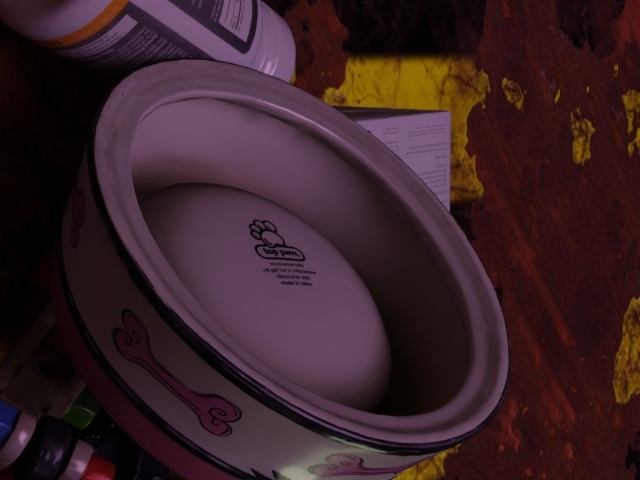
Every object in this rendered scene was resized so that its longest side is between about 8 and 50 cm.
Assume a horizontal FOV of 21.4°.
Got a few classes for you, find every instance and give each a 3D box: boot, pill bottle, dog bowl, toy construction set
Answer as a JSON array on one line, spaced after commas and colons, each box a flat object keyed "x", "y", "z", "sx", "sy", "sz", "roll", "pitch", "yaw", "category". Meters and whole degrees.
[{"x": -0.146, "y": 0.232, "z": 1.634, "sx": 0.246, "sy": 0.094, "sz": 0.207, "roll": -23, "pitch": 117, "yaw": -44, "category": "boot"}, {"x": -0.150, "y": -0.204, "z": 1.506, "sx": 0.278, "sy": 0.162, "sz": 0.162, "roll": 31, "pitch": 70, "yaw": -53, "category": "pill bottle"}, {"x": -0.045, "y": 0.045, "z": 1.407, "sx": 0.408, "sy": 0.150, "sz": 0.408, "roll": 27, "pitch": 35, "yaw": -21, "category": "dog bowl"}, {"x": -0.226, "y": 0.171, "z": 1.434, "sx": 0.309, "sy": 0.237, "sz": 0.257, "roll": 14, "pitch": 38, "yaw": -35, "category": "toy construction set"}]

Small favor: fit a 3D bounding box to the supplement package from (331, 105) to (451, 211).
[{"x": 0.000, "y": 0.000, "z": 1.716, "sx": 0.199, "sy": 0.198, "sz": 0.262, "roll": -11, "pitch": 104, "yaw": -54, "category": "supplement package"}]
